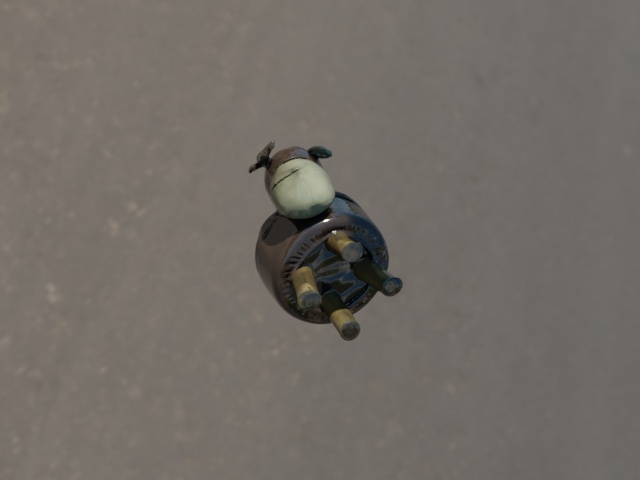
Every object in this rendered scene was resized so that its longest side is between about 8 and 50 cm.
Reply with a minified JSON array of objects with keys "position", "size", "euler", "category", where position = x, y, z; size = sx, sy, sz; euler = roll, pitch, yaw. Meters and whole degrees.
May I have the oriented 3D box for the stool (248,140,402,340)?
[{"position":[0.000,0.000,1.731],"size":[0.121,0.125,0.217],"euler":[-130,-159,-58],"category":"stool"}]
